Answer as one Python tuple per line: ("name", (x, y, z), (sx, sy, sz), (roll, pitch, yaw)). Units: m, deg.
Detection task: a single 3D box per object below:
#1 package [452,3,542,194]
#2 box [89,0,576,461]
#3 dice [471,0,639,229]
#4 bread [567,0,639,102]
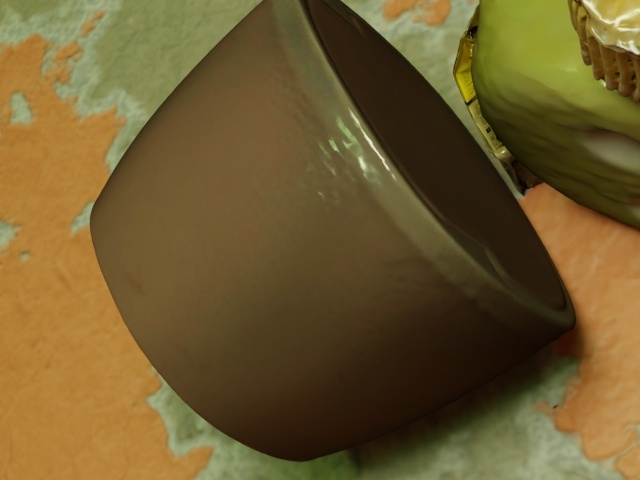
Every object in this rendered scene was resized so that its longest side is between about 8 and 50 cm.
("package", (0.135, -0.105, 1.121), (0.047, 0.071, 0.131), (-30, 58, 17))
("box", (0.000, 0.000, 1.015), (0.216, 0.301, 0.301), (-37, 54, 14))
("dice", (0.255, -0.139, 0.972), (0.227, 0.233, 0.238), (19, 77, 33))
("bread", (0.194, -0.168, 0.811), (0.132, 0.114, 0.190), (-4, 75, 15))
